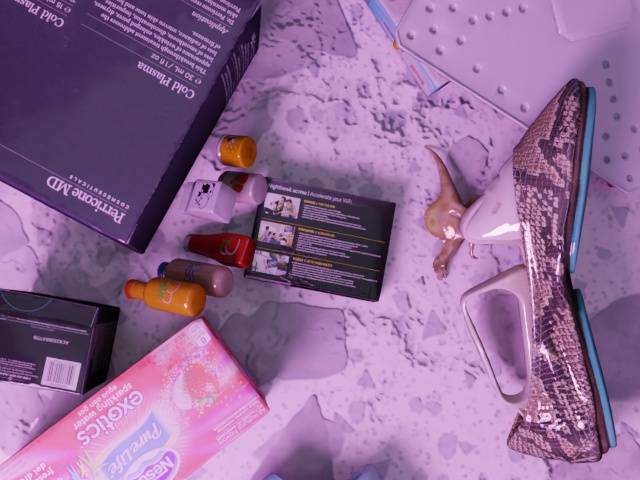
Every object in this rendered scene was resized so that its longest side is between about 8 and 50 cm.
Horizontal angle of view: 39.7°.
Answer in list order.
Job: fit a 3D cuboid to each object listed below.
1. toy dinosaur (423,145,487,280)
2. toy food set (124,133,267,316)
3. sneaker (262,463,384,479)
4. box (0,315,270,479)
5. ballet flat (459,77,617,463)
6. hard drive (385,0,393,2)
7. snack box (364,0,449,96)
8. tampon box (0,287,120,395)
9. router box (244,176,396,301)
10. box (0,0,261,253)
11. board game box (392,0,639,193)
[{"bbox_3d":[0.181,-0.040,1.175,0.092,0.053,0.183,-1,86,-4],"label":"toy dinosaur"},{"bbox_3d":[-0.149,-0.018,1.098,0.104,0.111,0.232,8,76,28],"label":"toy food set"},{"bbox_3d":[-0.079,0.369,1.087,0.366,0.135,0.150,-13,79,-15],"label":"sneaker"},{"bbox_3d":[-0.220,0.233,1.062,0.300,0.154,0.142,-37,90,-8],"label":"box"},{"bbox_3d":[0.262,0.050,1.101,0.182,0.164,0.483,-4,100,15],"label":"ballet flat"},{"bbox_3d":[0.116,-0.499,1.119,0.233,0.047,0.353,-27,68,13],"label":"hard drive"},{"bbox_3d":[0.229,-0.361,1.201,0.322,0.060,0.187,-34,92,-7],"label":"snack box"},{"bbox_3d":[-0.318,0.118,1.057,0.120,0.161,0.101,11,85,-3],"label":"tampon box"},{"bbox_3d":[0.000,0.000,1.156,0.179,0.046,0.133,12,84,-5],"label":"router box"},{"bbox_3d":[-0.291,-0.201,1.036,0.343,0.179,0.312,29,82,-3],"label":"box"},{"bbox_3d":[0.342,-0.321,1.159,0.390,0.050,0.390,30,87,-11],"label":"board game box"}]
